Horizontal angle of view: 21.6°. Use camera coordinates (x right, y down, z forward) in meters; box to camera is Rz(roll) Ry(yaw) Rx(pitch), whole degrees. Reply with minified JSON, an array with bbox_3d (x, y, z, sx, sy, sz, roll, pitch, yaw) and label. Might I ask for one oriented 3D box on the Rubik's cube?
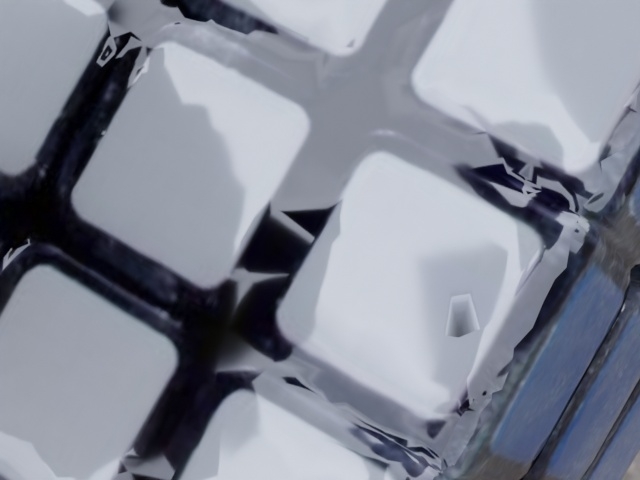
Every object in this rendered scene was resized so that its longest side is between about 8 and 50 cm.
[{"bbox_3d":[0.000,0.000,0.746,0.304,0.301,0.305,29,-2,21],"label":"Rubik's cube"}]
